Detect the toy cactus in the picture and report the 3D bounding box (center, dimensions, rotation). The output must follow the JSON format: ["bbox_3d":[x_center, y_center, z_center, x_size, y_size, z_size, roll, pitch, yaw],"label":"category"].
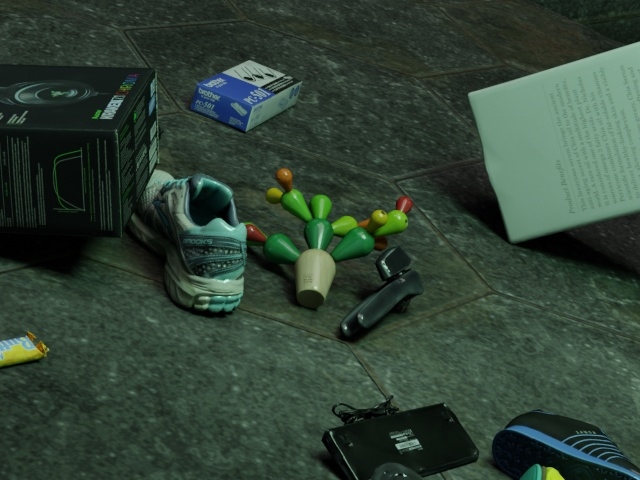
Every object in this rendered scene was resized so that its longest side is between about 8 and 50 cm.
[{"bbox_3d":[0.000,0.000,1.962,0.219,0.112,0.180,3,44,4],"label":"toy cactus"}]

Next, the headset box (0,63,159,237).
[{"bbox_3d":[-0.346,-0.111,1.859,0.283,0.131,0.246,2,22,5],"label":"headset box"}]

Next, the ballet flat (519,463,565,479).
[{"bbox_3d":[0.209,0.286,1.533,0.077,0.077,0.231,43,23,1],"label":"ballet flat"}]

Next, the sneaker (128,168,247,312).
[{"bbox_3d":[-0.146,-0.030,1.910,0.110,0.122,0.283,5,26,-29],"label":"sneaker"}]

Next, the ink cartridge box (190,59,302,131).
[{"bbox_3d":[-0.112,-0.225,2.485,0.097,0.046,0.207,23,23,13],"label":"ink cartridge box"}]

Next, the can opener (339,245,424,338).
[{"bbox_3d":[0.069,0.072,1.935,0.073,0.059,0.186,47,35,-1],"label":"can opener"}]

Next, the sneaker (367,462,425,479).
[{"bbox_3d":[0.020,0.259,1.412,0.268,0.101,0.153,19,21,-14],"label":"sneaker"}]

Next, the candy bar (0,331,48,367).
[{"bbox_3d":[-0.337,0.113,1.571,0.161,0.018,0.040,-8,34,-46],"label":"candy bar"}]

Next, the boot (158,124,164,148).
[{"bbox_3d":[-0.280,-0.156,2.198,0.121,0.045,0.099,31,27,11],"label":"boot"}]

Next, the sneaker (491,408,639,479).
[{"bbox_3d":[0.297,0.242,1.678,0.232,0.081,0.090,28,31,25],"label":"sneaker"}]

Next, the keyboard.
[{"bbox_3d":[0.074,0.209,1.666,0.192,0.038,0.100,-5,55,-46],"label":"keyboard"}]

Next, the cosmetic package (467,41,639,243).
[{"bbox_3d":[0.460,-0.164,2.250,0.453,0.230,0.161,-14,5,31],"label":"cosmetic package"}]
